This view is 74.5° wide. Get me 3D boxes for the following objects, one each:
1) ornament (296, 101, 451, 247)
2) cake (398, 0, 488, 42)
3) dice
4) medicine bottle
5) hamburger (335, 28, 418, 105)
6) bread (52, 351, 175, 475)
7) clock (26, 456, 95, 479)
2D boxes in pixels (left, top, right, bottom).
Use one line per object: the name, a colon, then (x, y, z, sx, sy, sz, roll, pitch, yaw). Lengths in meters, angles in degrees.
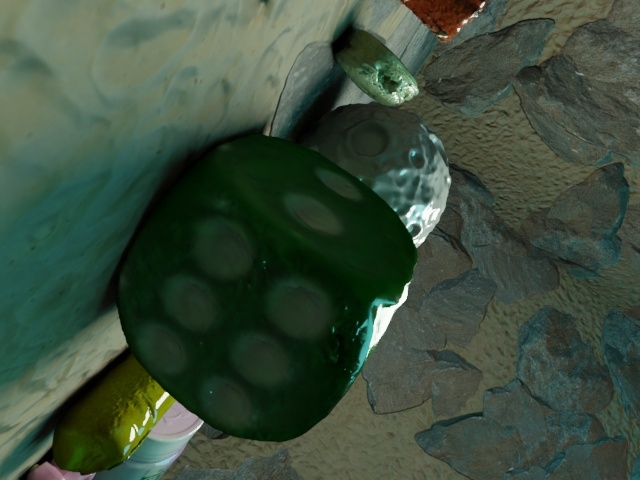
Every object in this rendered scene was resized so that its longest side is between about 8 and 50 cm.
ornament: (0.093, -0.107, 0.883, 0.337, 0.337, 0.337, -52, 180, 0)
cake: (0.251, -0.473, 0.690, 0.283, 0.151, 0.177, -52, -168, 6)
dice: (-0.063, 0.051, 0.571, 0.297, 0.287, 0.300, -51, -179, 28)
medicine bottle: (-0.417, 0.440, 0.976, 0.325, 0.212, 0.212, -53, 180, 27)
hamburger: (0.087, -0.266, 0.664, 0.062, 0.133, 0.140, -49, 136, 12)
bread: (-0.328, 0.259, 0.803, 0.166, 0.112, 0.383, -23, -167, 25)
clock: (-0.529, 0.497, 0.778, 0.194, 0.100, 0.195, -50, 180, 34)
